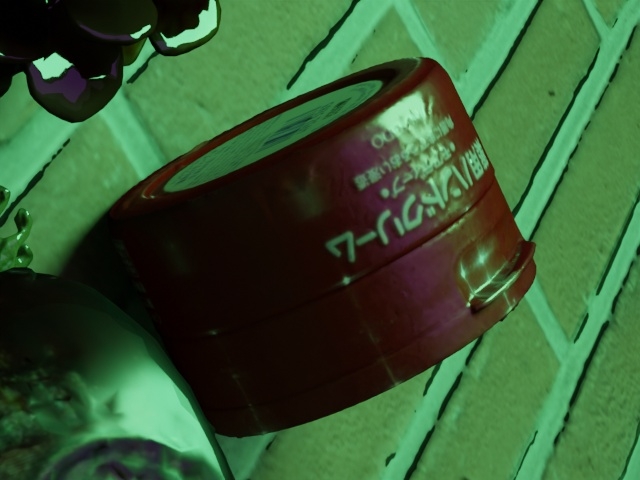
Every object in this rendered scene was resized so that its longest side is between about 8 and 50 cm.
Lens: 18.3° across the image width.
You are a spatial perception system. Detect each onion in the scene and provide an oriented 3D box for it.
[{"bbox_3d":[-0.145,0.124,0.704,0.206,0.216,0.207,-19,88,-36],"label":"onion"}]

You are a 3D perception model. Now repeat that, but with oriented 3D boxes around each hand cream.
[{"bbox_3d":[0.000,0.000,0.988,0.125,0.193,0.193,63,33,-12],"label":"hand cream"}]

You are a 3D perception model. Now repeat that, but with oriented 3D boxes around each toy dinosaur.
[{"bbox_3d":[-0.151,0.017,0.910,0.119,0.029,0.060,56,51,-35],"label":"toy dinosaur"}]

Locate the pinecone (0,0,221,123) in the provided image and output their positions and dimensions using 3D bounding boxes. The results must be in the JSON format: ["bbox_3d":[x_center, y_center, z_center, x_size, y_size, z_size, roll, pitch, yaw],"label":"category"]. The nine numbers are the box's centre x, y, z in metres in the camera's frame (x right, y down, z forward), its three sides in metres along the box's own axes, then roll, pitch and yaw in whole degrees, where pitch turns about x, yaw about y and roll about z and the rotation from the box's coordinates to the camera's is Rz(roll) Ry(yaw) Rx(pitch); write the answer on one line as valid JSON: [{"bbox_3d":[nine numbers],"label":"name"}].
[{"bbox_3d":[-0.117,-0.196,0.852,0.264,0.264,0.264,30,52,-48],"label":"pinecone"}]
